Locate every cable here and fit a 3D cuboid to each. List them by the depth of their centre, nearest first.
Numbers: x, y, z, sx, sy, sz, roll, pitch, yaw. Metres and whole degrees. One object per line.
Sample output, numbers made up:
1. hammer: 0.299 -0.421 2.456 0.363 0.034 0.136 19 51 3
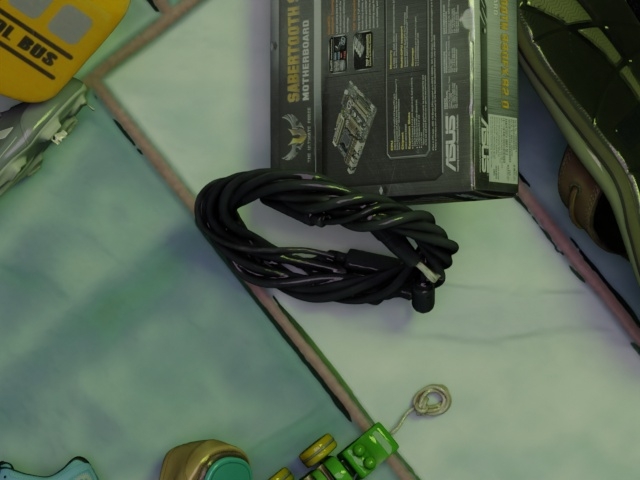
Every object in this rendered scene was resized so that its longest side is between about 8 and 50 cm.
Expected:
1. cable: 0.000 0.000 1.233 0.184 0.150 0.047 18 68 2

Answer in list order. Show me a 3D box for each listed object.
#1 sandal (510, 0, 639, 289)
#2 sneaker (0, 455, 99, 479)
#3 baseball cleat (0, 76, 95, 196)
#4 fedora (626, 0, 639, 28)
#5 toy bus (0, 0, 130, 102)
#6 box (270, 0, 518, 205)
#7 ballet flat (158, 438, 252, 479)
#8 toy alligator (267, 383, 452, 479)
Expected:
1. sandal: 0.213 -0.059 1.263 0.120 0.086 0.303 -32 96 -34
2. sneaker: -0.230 0.197 1.274 0.162 0.063 0.073 -14 69 -5
3. baseball cleat: -0.264 -0.061 1.272 0.109 0.072 0.206 43 87 2
4. fedora: 0.371 -0.173 1.202 0.334 0.334 0.152 37 61 2
5. toy bus: -0.296 -0.222 1.185 0.332 0.108 0.130 33 116 -28
6. box: 0.048 -0.140 1.233 0.183 0.056 0.231 -4 85 41
7. ballet flat: -0.094 0.256 1.261 0.080 0.073 0.232 15 83 -43
8. toy alligator: 0.017 0.164 1.269 0.189 0.051 0.056 -38 88 -2
